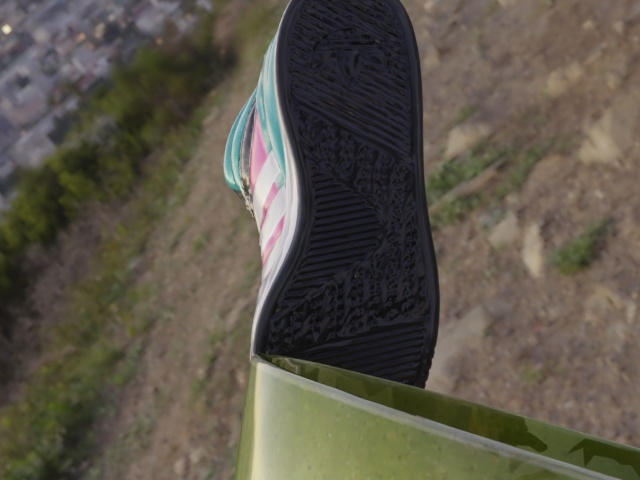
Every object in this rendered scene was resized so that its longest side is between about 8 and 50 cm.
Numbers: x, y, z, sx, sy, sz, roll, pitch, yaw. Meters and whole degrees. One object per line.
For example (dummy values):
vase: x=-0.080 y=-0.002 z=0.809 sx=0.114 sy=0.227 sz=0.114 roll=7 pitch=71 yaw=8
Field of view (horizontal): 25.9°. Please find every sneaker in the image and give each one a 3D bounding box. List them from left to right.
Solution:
sneaker: x=0.000 y=0.000 z=0.863 sx=0.178 sy=0.123 sz=0.296 roll=148 pitch=125 yaw=-83

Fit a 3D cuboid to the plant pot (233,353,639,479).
plant pot: x=0.070 y=0.216 z=0.474 sx=0.275 sy=0.274 sz=0.294 roll=10 pitch=84 yaw=64
